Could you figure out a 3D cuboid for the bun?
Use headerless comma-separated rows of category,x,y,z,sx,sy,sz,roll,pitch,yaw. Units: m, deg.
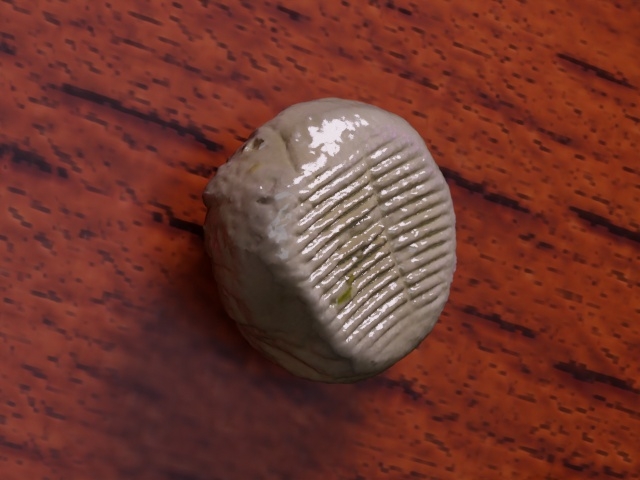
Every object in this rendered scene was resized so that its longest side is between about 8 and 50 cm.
bun,0.000,0.000,0.704,0.115,0.069,0.115,-4,96,-40
